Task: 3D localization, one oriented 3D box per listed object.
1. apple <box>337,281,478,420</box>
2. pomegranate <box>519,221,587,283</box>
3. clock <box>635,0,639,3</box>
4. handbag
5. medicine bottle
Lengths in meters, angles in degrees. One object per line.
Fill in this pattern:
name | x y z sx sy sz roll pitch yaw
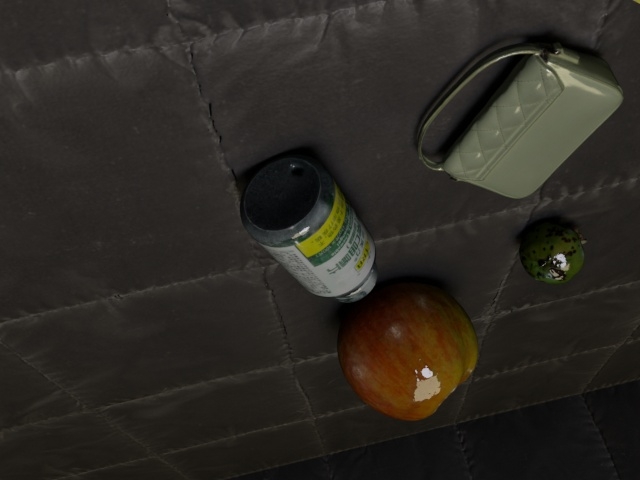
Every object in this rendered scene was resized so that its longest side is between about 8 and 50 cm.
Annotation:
apple | 0.182 0.237 1.302 0.301 0.302 0.302 -10 148 -6
pomegranate | 0.457 0.016 1.219 0.161 0.122 0.122 -29 157 -30
clock | 0.528 -0.324 0.697 0.277 0.071 0.293 6 150 -24
handbag | 0.260 -0.170 0.881 0.219 0.079 0.256 13 141 -19
medicine bottle | 0.000 0.000 0.973 0.141 0.141 0.293 -21 148 12
